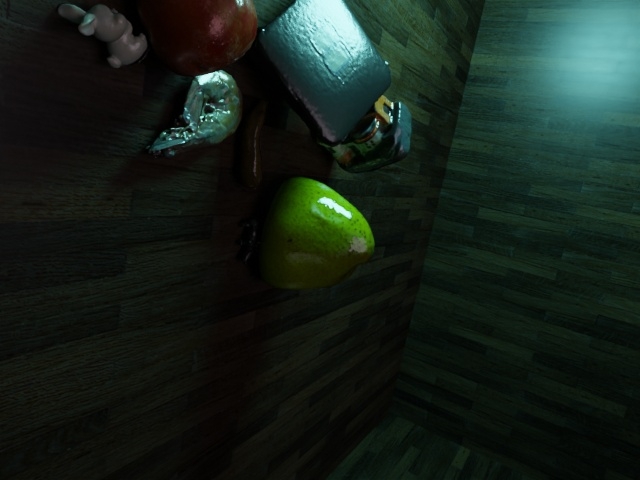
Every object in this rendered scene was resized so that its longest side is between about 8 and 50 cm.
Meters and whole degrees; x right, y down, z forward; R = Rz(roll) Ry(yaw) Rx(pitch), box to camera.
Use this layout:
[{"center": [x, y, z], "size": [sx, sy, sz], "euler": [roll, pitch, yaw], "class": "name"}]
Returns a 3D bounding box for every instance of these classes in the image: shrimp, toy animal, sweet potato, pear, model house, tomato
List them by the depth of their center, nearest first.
[{"center": [-0.363, -0.359, 0.785], "size": [0.085, 0.071, 0.124], "euler": [-47, 155, -8], "class": "toy animal"}, {"center": [-0.223, -0.430, 0.863], "size": [0.232, 0.188, 0.232], "euler": [7, 90, -67], "class": "tomato"}, {"center": [-0.269, -0.278, 1.008], "size": [0.317, 0.062, 0.164], "euler": [-48, 139, -46], "class": "shrimp"}, {"center": [-0.178, -0.249, 1.186], "size": [0.081, 0.062, 0.233], "euler": [-25, 123, -73], "class": "sweet potato"}, {"center": [-0.200, 0.004, 1.289], "size": [0.065, 0.047, 0.136], "euler": [-9, 107, -68], "class": "toy animal"}, {"center": [0.000, 0.000, 1.344], "size": [0.238, 0.318, 0.342], "euler": [31, 75, -81], "class": "pear"}, {"center": [0.099, -0.368, 1.439], "size": [0.301, 0.271, 0.190], "euler": [30, 63, -45], "class": "model house"}]

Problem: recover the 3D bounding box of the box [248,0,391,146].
[{"center": [0.015, -0.470, 1.218], "size": [0.350, 0.091, 0.359], "euler": [49, 61, -22], "class": "box"}]
